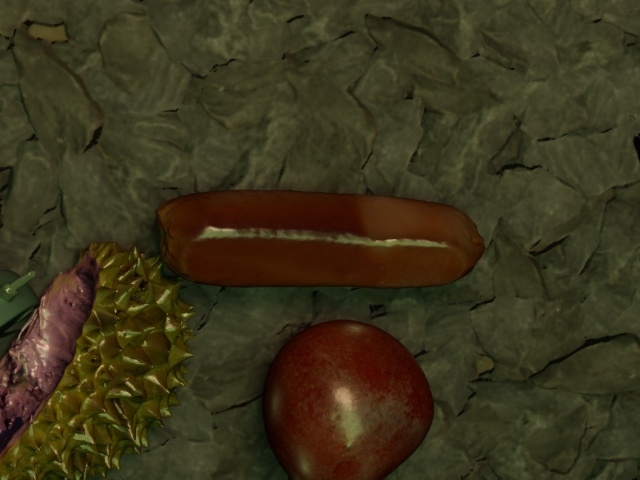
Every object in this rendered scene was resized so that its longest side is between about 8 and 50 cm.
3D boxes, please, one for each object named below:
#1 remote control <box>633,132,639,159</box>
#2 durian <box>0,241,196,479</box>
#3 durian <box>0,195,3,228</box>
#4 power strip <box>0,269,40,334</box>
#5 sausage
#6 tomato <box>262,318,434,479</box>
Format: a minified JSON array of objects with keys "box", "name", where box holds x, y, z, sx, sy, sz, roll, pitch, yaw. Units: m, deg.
[{"box":[0.348,-0.100,1.517,0.096,0.014,0.039,-23,105,-8],"name":"remote control"},{"box":[-0.204,0.134,1.397,0.186,0.154,0.260,18,105,-40],"name":"durian"},{"box":[-0.364,-0.015,1.302,0.196,0.196,0.167,-13,105,-10],"name":"durian"},{"box":[-0.316,0.092,1.336,0.216,0.137,0.044,-41,89,7],"name":"power strip"},{"box":[0.000,0.000,1.422,0.300,0.089,0.083,3,114,-13],"name":"sausage"},{"box":[0.024,0.152,1.426,0.167,0.167,0.167,-2,101,-12],"name":"tomato"}]
